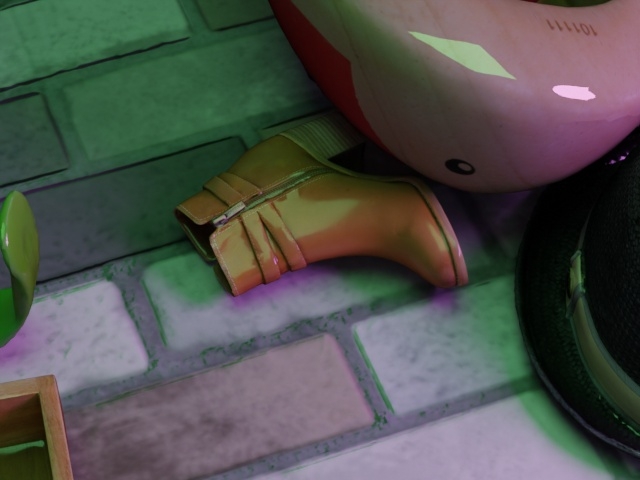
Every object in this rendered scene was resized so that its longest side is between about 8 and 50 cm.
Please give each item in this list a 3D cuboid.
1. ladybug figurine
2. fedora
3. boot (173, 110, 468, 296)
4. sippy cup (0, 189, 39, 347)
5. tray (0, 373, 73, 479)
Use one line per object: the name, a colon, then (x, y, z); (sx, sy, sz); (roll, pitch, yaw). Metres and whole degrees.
ladybug figurine: (0.090, -0.187, 1.421); (0.305, 0.162, 0.449); (3, 37, -22)
fedora: (0.291, -0.001, 1.312); (0.334, 0.152, 0.334); (0, 52, 0)
boot: (0.000, 0.000, 1.368); (0.152, 0.073, 0.197); (-31, 50, -20)
sippy cup: (-0.363, -0.002, 1.266); (0.305, 0.224, 0.240); (-27, 56, -19)
tray: (-0.228, 0.283, 1.136); (0.203, 0.076, 0.411); (-10, 51, -8)
